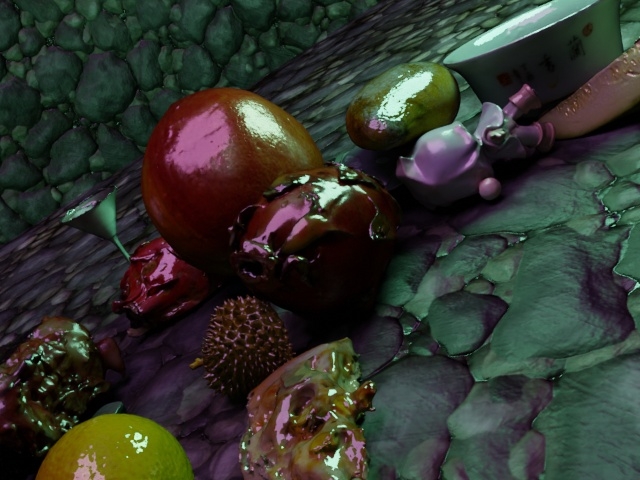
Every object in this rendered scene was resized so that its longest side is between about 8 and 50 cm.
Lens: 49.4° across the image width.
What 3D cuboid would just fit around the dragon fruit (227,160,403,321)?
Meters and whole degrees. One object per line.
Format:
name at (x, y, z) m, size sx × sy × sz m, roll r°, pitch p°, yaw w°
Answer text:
dragon fruit at (-0.002, 0.002, 1.074) m, size 0.250 × 0.250 × 0.315 m, roll -21°, pitch 18°, yaw 21°

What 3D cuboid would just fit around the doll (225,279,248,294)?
doll at (-0.130, 0.081, 1.319) m, size 0.125 × 0.027 × 0.037 m, roll -20°, pitch 24°, yaw 30°

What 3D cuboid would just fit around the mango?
mango at (0.149, -0.235, 1.280) m, size 0.192 × 0.146 × 0.316 m, roll -1°, pitch 29°, yaw 30°

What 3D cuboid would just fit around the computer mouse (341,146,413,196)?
computer mouse at (0.156, -0.178, 1.412) m, size 0.167 × 0.090 × 0.379 m, roll 3°, pitch 35°, yaw 21°

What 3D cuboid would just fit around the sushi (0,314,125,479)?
sushi at (-0.451, 0.253, 1.129) m, size 0.181 × 0.197 × 0.343 m, roll -24°, pitch 18°, yaw 16°

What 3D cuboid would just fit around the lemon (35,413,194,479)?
lemon at (-0.232, 0.297, 0.788) m, size 0.186 × 0.187 × 0.244 m, roll -25°, pitch 28°, yaw 12°

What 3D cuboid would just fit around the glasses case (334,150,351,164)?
glasses case at (0.053, -0.113, 1.428) m, size 0.039 × 0.078 × 0.184 m, roll -21°, pitch 24°, yaw 21°

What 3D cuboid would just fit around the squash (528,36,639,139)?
squash at (0.476, -0.242, 1.148) m, size 0.252 × 0.093 × 0.169 m, roll -24°, pitch -21°, yaw 12°

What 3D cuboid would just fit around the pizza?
pizza at (-0.016, 0.225, 0.824) m, size 0.189 × 0.071 × 0.297 m, roll -26°, pitch 24°, yaw 7°

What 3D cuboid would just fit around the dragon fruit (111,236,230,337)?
dragon fruit at (-0.336, 0.093, 1.404) m, size 0.261 × 0.134 × 0.212 m, roll -16°, pitch 30°, yaw 31°

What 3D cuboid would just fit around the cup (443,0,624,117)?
cup at (0.423, -0.341, 1.319) m, size 0.347 × 0.163 × 0.347 m, roll -25°, pitch 16°, yaw 8°

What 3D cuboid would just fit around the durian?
durian at (-0.134, 0.156, 1.016) m, size 0.208 × 0.147 × 0.102 m, roll -22°, pitch -19°, yaw 40°

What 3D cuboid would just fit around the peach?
peach at (-0.165, -0.118, 1.322) m, size 0.372 × 0.290 × 0.373 m, roll -4°, pitch 65°, yaw 9°

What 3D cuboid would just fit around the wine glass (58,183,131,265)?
wine glass at (-0.476, 0.005, 1.623) m, size 0.156 × 0.232 × 0.156 m, roll -27°, pitch 22°, yaw 12°

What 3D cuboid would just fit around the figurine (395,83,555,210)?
figurine at (0.262, -0.154, 1.191) m, size 0.275 × 0.133 × 0.200 m, roll -30°, pitch 39°, yaw 3°

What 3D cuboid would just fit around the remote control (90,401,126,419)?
remote control at (-0.360, 0.333, 1.051) m, size 0.072 × 0.042 × 0.222 m, roll -19°, pitch 26°, yaw 28°
